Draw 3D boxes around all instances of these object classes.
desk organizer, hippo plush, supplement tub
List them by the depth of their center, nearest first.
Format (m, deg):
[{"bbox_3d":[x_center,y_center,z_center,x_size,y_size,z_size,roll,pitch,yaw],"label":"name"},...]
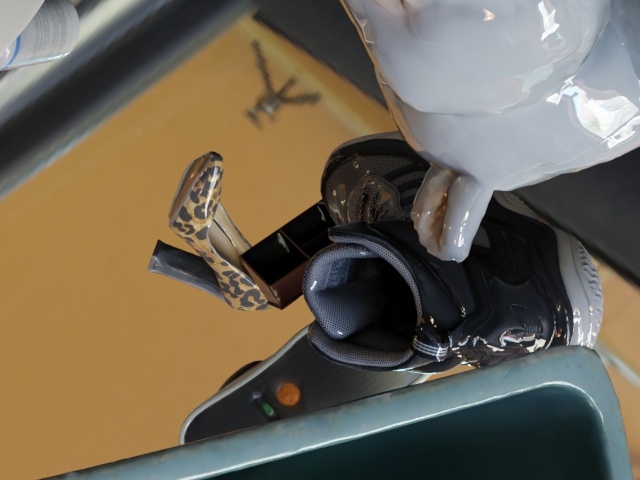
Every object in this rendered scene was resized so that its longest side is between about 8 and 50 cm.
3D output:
[{"bbox_3d":[0.128,-0.115,0.445,0.237,0.234,0.294,-1,158,24],"label":"hippo plush"},{"bbox_3d":[0.000,0.000,1.108,0.050,0.130,0.047,58,167,-12],"label":"desk organizer"},{"bbox_3d":[-0.277,-0.192,1.187,0.071,0.071,0.107,43,-152,12],"label":"supplement tub"}]

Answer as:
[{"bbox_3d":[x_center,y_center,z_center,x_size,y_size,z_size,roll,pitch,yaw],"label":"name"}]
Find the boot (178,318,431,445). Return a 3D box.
[{"bbox_3d":[0.004,0.106,1.108,0.088,0.244,0.176,61,-171,-1],"label":"boot"}]

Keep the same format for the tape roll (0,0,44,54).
[{"bbox_3d":[-0.320,-0.216,0.891,0.246,0.246,0.169,45,176,45],"label":"tape roll"}]

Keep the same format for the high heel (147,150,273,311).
[{"bbox_3d":[-0.098,-0.009,1.614,0.186,0.093,0.261,20,143,-7],"label":"high heel"}]

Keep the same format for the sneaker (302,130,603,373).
[{"bbox_3d":[0.042,0.002,0.830,0.153,0.101,0.268,-6,-153,-33],"label":"sneaker"}]

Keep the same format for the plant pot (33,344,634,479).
[{"bbox_3d":[-0.037,0.189,0.504,0.252,0.247,0.247,-16,85,61],"label":"plant pot"}]
